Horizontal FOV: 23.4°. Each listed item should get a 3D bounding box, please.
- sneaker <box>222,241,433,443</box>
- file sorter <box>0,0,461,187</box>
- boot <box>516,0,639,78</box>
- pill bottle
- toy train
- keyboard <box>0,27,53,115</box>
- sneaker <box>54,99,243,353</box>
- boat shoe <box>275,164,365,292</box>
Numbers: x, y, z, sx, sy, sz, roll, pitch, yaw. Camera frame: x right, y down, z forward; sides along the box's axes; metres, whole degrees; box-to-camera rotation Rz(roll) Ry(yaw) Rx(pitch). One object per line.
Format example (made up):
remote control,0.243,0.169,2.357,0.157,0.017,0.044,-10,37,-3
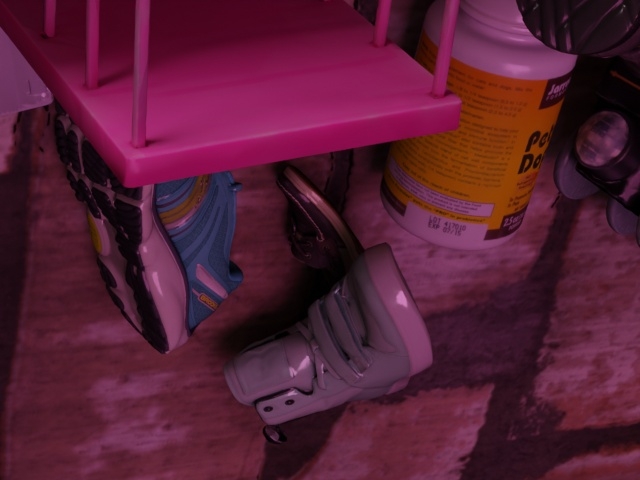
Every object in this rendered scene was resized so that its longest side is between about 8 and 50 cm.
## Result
sneaker,0.001,0.090,1.227,0.151,0.094,0.256,-18,160,-10
file sorter,-0.068,-0.192,0.878,0.202,0.291,0.182,-11,126,-27
boot,0.198,-0.283,1.067,0.222,0.118,0.338,-8,100,-64
pill bottle,0.123,-0.107,1.168,0.117,0.117,0.215,-4,127,-25
toy train,0.334,-0.062,1.295,0.334,0.142,0.190,28,100,-47
keyboard,-0.225,-0.187,1.000,0.072,0.014,0.256,-12,130,-12
sneaker,-0.117,-0.042,1.129,0.110,0.107,0.275,-35,142,-25
boat shoe,0.000,0.000,1.231,0.049,0.056,0.152,-38,134,-1
